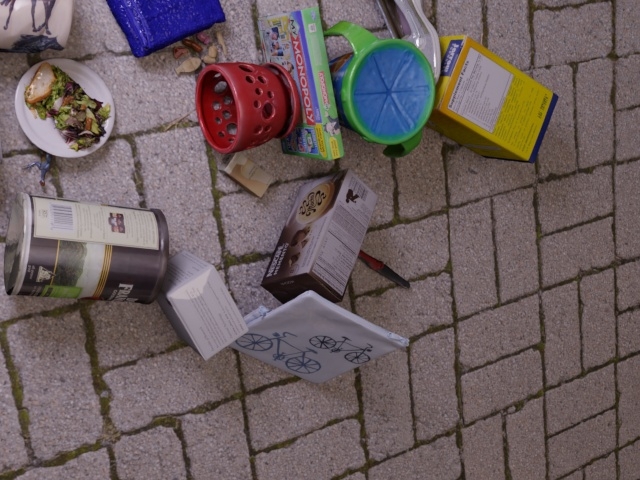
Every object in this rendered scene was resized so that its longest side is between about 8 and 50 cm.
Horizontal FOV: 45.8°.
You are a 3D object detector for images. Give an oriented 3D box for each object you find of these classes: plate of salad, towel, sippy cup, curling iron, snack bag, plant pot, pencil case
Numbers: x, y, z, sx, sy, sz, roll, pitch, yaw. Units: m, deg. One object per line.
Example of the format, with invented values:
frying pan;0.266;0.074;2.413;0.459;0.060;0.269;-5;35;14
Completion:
plate of salad;-0.501;-0.265;1.504;0.200;0.048;0.199;3;86;-37
towel;-0.342;-0.551;1.533;0.228;0.076;0.308;-31;112;-20
sippy cup;0.109;-0.345;1.753;0.240;0.224;0.305;-3;102;-27
curling iron;0.150;0.051;1.969;0.274;0.035;0.068;41;79;-29
snack bag;-0.021;0.227;1.763;0.323;0.343;0.037;30;48;-30
plant pot;-0.155;-0.293;1.640;0.174;0.191;0.191;-17;108;-36
pencil case;-0.644;-0.431;1.339;0.411;0.160;0.183;-3;90;-30

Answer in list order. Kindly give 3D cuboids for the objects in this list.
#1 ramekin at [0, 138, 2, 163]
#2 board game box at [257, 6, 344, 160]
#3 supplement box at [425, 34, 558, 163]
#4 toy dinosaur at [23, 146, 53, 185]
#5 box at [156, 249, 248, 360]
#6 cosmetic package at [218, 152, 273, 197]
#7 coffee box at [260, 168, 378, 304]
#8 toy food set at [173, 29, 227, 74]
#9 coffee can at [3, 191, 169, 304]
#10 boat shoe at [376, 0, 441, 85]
ramekin;-0.643;-0.235;1.360;0.109;0.207;0.207;-8;104;-20
board game box;-0.046;-0.342;1.672;0.046;0.213;0.317;-19;109;-26
supplement box;0.398;-0.355;1.936;0.357;0.195;0.194;22;89;-32
toy dinosaur;-0.550;-0.153;1.523;0.090;0.047;0.082;-24;130;-35
box;-0.274;0.137;1.656;0.119;0.181;0.181;-34;115;-19
cosmetic package;-0.171;-0.154;1.738;0.115;0.041;0.060;35;81;-30
coffee box;0.000;0.000;1.731;0.119;0.168;0.297;40;54;-29
toy food set;-0.269;-0.413;1.644;0.122;0.019;0.077;-21;110;-17
coffee can;-0.468;0.019;1.510;0.276;0.201;0.201;7;96;-30
boat shoe;0.200;-0.501;1.800;0.103;0.118;0.320;-11;81;-19
